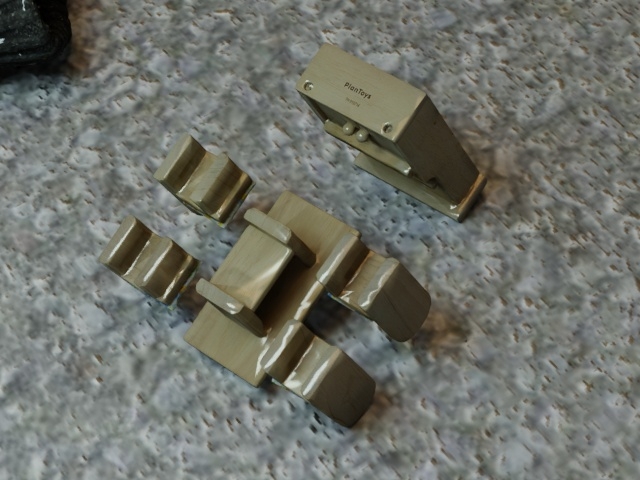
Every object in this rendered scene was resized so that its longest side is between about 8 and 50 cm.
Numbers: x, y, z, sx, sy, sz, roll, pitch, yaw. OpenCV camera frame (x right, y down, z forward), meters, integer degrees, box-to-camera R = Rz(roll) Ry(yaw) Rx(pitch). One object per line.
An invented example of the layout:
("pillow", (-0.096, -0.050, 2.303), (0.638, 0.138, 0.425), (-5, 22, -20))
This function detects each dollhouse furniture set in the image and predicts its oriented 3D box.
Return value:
("dollhouse furniture set", (0.000, 0.000, 1.407), (0.212, 0.161, 0.242), (31, 83, 28))

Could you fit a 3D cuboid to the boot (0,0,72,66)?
("boot", (-0.344, -0.134, 1.534), (0.260, 0.131, 0.348), (-6, 50, 3))
